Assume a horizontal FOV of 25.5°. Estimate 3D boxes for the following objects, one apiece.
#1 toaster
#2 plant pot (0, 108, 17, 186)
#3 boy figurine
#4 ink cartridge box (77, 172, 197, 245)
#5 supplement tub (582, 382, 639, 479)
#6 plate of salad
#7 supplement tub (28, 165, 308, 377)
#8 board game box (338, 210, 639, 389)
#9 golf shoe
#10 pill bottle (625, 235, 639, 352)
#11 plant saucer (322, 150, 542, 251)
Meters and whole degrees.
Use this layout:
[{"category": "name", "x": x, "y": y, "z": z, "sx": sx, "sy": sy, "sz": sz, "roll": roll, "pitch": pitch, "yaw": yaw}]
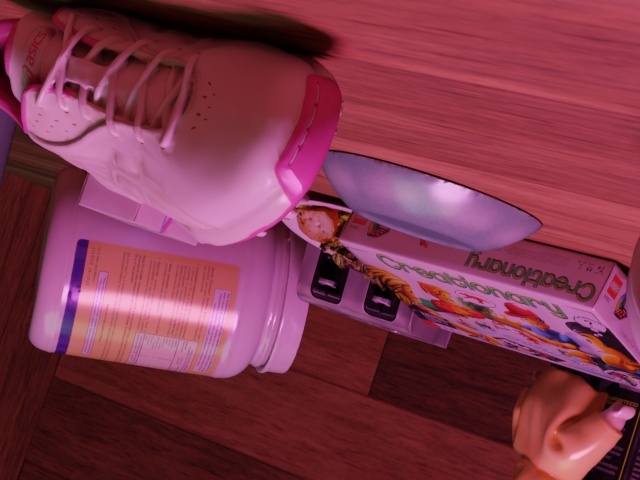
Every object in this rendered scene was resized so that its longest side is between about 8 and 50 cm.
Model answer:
[{"category": "toaster", "x": 0.081, "y": 0.052, "z": 1.742, "sx": 0.168, "sy": 0.110, "sz": 0.186, "roll": 18, "pitch": 177, "yaw": 28}, {"category": "plant pot", "x": -0.444, "y": -0.034, "z": 1.304, "sx": 0.341, "sy": 0.334, "sz": 0.341, "roll": 18, "pitch": 176, "yaw": 1}, {"category": "boy figurine", "x": 0.264, "y": 0.186, "z": 1.467, "sx": 0.092, "sy": 0.285, "sz": 0.177, "roll": 20, "pitch": 173, "yaw": -22}, {"category": "ink cartridge box", "x": -0.202, "y": -0.060, "z": 1.620, "sx": 0.092, "sy": 0.090, "sz": 0.143, "roll": 16, "pitch": 176, "yaw": 32}, {"category": "supplement tub", "x": 0.383, "y": 0.247, "z": 1.527, "sx": 0.194, "sy": 0.316, "sz": 0.193, "roll": 18, "pitch": 177, "yaw": 1}, {"category": "plate of salad", "x": 0.042, "y": 0.009, "z": 1.553, "sx": 0.200, "sy": 0.048, "sz": 0.200, "roll": 19, "pitch": 164, "yaw": 6}, {"category": "supplement tub", "x": -0.193, "y": 0.046, "z": 1.816, "sx": 0.331, "sy": 0.241, "sz": 0.241, "roll": 10, "pitch": 178, "yaw": -12}, {"category": "board game box", "x": 0.185, "y": 0.055, "z": 1.374, "sx": 0.305, "sy": 0.053, "sz": 0.193, "roll": 15, "pitch": 160, "yaw": 42}, {"category": "golf shoe", "x": -0.104, "y": -0.073, "z": 0.797, "sx": 0.140, "sy": 0.115, "sz": 0.306, "roll": 24, "pitch": 173, "yaw": -31}, {"category": "pill bottle", "x": 0.220, "y": 0.034, "z": 0.709, "sx": 0.118, "sy": 0.117, "sz": 0.208, "roll": 17, "pitch": 177, "yaw": 26}, {"category": "plant saucer", "x": 0.083, "y": -0.025, "z": 1.155, "sx": 0.195, "sy": 0.037, "sz": 0.195, "roll": 19, "pitch": 176, "yaw": 1}]
